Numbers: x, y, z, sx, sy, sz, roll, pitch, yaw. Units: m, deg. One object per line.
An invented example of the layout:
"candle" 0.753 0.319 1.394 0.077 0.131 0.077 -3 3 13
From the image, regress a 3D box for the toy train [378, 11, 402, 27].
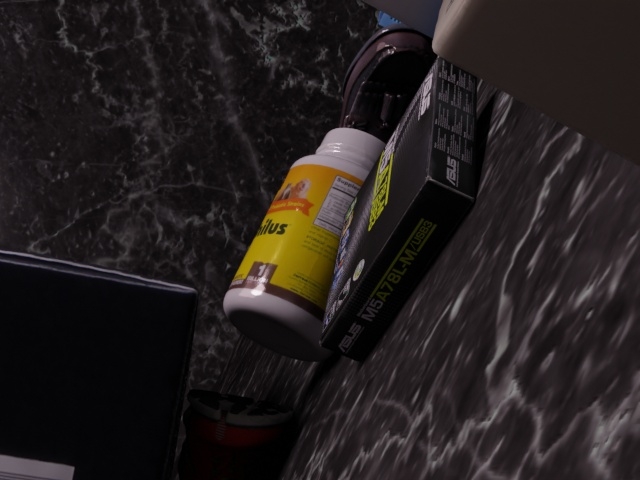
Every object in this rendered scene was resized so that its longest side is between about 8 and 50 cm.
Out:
"toy train" 0.142 -0.328 1.475 0.080 0.105 0.184 -59 5 29

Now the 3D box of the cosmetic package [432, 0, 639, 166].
"cosmetic package" 0.162 -0.182 0.313 0.309 0.113 0.160 -58 6 36

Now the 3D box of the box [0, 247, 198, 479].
"box" -0.307 0.262 1.098 0.472 0.297 0.480 156 124 -80

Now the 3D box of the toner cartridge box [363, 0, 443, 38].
"toner cartridge box" 0.149 -0.268 0.652 0.348 0.165 0.075 -58 6 47

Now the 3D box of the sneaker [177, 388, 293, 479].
"sneaker" -0.094 0.222 1.078 0.279 0.107 0.118 116 165 -71

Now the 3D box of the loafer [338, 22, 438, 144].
"loafer" 0.065 -0.109 1.213 0.302 0.109 0.095 114 161 -50

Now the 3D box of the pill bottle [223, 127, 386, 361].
"pill bottle" 0.000 0.000 1.027 0.215 0.117 0.117 -64 5 -24

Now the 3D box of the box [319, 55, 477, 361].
"box" 0.064 -0.028 0.854 0.190 0.045 0.184 -77 12 -52
